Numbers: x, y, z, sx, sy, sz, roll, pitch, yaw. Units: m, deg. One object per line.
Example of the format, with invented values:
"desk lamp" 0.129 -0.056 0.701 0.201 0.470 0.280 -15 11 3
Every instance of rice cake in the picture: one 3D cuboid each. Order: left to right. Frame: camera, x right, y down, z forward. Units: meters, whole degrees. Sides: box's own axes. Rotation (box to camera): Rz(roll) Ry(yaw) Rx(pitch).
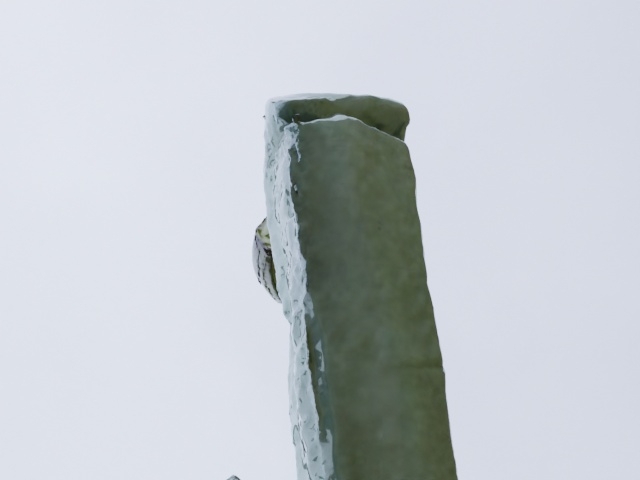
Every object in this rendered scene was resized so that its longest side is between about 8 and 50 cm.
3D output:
"rice cake" 0.020 0.090 0.741 0.066 0.063 0.336 3 -111 -20

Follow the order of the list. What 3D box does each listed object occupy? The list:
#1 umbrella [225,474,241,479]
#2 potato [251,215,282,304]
"umbrella" -0.125 0.251 1.364 0.188 0.046 0.050 -41 -22 2
"potato" 0.000 0.000 1.504 0.198 0.054 0.119 -23 -49 -48
